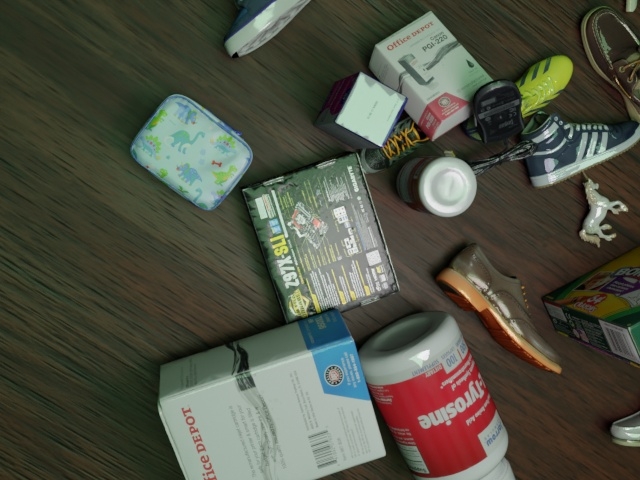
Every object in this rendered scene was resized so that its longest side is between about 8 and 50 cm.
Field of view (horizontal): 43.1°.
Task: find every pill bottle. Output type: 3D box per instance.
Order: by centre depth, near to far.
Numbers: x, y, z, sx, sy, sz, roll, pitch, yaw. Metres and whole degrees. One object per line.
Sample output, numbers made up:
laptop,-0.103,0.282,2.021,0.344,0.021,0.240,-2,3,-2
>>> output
pill bottle,0.230,-0.115,1.679,0.121,0.216,0.121,-1,96,-11
pill bottle,0.259,0.375,1.731,0.229,0.229,0.407,-28,101,-7

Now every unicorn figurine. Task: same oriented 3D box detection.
unicorn figurine,0.636,-0.069,1.847,0.111,0.060,0.162,15,92,-13

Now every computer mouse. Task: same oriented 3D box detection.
computer mouse,0.329,-0.232,1.649,0.184,0.060,0.262,-23,144,13

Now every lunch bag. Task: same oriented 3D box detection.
lunch bag,-0.257,-0.180,1.638,0.219,0.090,0.176,37,89,-13

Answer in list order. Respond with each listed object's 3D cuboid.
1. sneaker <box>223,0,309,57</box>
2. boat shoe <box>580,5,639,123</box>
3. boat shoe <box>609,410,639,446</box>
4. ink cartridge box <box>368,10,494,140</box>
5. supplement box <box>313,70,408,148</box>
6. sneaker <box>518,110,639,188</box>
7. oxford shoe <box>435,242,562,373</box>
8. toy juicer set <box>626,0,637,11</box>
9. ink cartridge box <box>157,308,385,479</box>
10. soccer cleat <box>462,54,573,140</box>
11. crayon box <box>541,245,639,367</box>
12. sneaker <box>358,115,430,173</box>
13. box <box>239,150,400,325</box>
sneaker,-0.130,-0.550,1.618,0.323,0.130,0.236,-43,92,0
boat shoe,0.708,-0.374,1.797,0.123,0.123,0.342,-35,101,-6
boat shoe,0.811,0.410,1.914,0.302,0.113,0.103,-8,96,-21
ink cartridge box,0.229,-0.341,1.671,0.158,0.092,0.218,-35,75,-17
supplement box,0.076,-0.257,1.632,0.114,0.220,0.111,27,90,-12
sneaker,0.574,-0.241,1.797,0.282,0.099,0.153,-26,102,-5
oxford shoe,0.427,0.156,1.797,0.364,0.130,0.132,43,79,-14
toy juicer set,0.815,-0.663,1.806,0.329,0.089,0.209,-21,100,-8
ink cartridge box,-0.101,0.345,1.648,0.395,0.166,0.285,-17,110,-4
soccer cleat,0.440,-0.305,1.750,0.289,0.121,0.093,-33,102,-6
crayon box,0.701,0.120,1.725,0.313,0.363,0.106,-28,100,-8
sneaker,0.173,-0.217,1.726,0.215,0.083,0.084,-36,103,-5
box,0.000,0.000,1.717,0.257,0.079,0.322,-20,100,-7
